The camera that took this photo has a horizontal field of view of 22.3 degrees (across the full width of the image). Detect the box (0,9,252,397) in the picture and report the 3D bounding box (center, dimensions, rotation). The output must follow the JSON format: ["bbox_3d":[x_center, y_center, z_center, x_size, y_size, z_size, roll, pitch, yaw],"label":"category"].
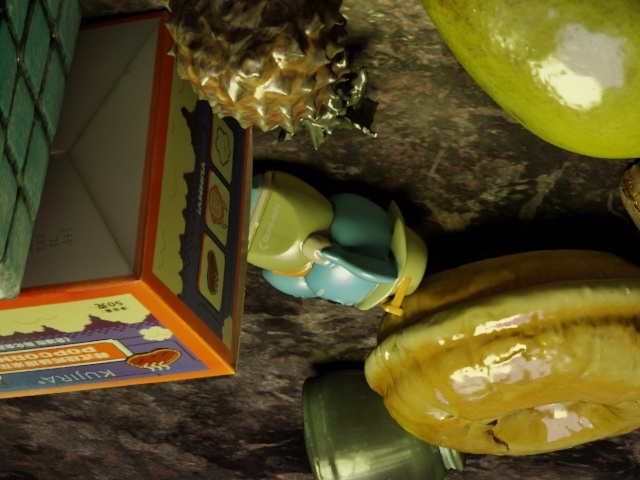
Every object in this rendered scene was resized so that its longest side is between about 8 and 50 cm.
[{"bbox_3d":[-0.277,-0.025,1.725,0.349,0.318,0.257,-8,152,18],"label":"box"}]

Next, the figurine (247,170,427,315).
[{"bbox_3d":[0.001,-0.003,1.958,0.262,0.153,0.180,23,164,5],"label":"figurine"}]

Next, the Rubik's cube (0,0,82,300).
[{"bbox_3d":[-0.425,-0.170,1.434,0.344,0.344,0.337,3,156,4],"label":"Rubik's cube"}]

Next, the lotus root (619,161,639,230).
[{"bbox_3d":[0.460,0.003,1.914,0.167,0.078,0.329,-9,151,32],"label":"lotus root"}]

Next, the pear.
[{"bbox_3d":[0.225,-0.201,1.340,0.307,0.253,0.253,28,149,-15],"label":"pear"}]

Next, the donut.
[{"bbox_3d":[0.276,0.147,2.066,0.449,0.198,0.449,-7,159,-3],"label":"donut"}]

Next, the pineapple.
[{"bbox_3d":[-0.040,-0.170,1.595,0.175,0.175,0.361,2,170,9],"label":"pineapple"}]

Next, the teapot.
[{"bbox_3d":[0.115,0.323,2.500,0.239,0.239,0.321,-13,146,8],"label":"teapot"}]
